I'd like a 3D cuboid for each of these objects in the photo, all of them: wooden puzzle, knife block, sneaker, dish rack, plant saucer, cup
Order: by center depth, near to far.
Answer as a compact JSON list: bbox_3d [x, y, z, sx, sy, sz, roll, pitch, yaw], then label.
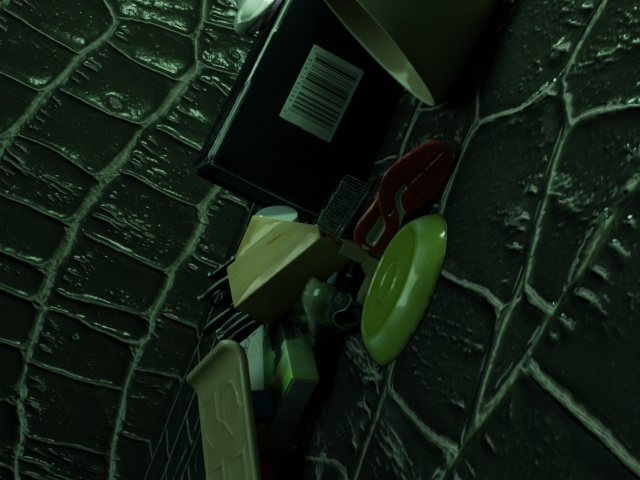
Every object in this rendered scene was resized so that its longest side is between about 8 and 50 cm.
[{"bbox_3d":[0.115,0.066,1.516,0.241,0.037,0.241,-158,90,-78],"label":"plant saucer"},{"bbox_3d":[0.131,-0.091,1.621,0.221,0.087,0.128,-48,11,28],"label":"sneaker"},{"bbox_3d":[0.159,-0.415,1.648,0.237,0.331,0.331,-42,14,3],"label":"cup"},{"bbox_3d":[0.027,0.131,1.719,0.064,0.086,0.192,-61,-23,-23],"label":"sneaker"},{"bbox_3d":[-0.092,0.086,1.748,0.275,0.088,0.242,10,76,50],"label":"knife block"},{"bbox_3d":[-0.142,0.373,1.809,0.322,0.080,0.348,134,127,-62],"label":"wooden puzzle"},{"bbox_3d":[0.023,-0.028,1.889,0.208,0.074,0.271,-59,0,-11],"label":"dish rack"},{"bbox_3d":[-0.144,-0.527,2.073,0.114,0.152,0.305,-49,19,46],"label":"sneaker"}]

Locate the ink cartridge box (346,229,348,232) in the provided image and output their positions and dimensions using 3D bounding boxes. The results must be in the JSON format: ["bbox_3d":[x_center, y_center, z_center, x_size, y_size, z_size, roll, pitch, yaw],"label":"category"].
[{"bbox_3d":[0.044,-0.046,2.082,0.048,0.028,0.083,-65,11,3],"label":"ink cartridge box"}]

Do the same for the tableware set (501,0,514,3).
[{"bbox_3d":[0.322,-0.440,1.549,0.141,0.020,0.169,153,137,-76],"label":"tableware set"}]

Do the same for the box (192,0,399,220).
[{"bbox_3d":[-0.043,-0.310,2.255,0.480,0.297,0.472,-64,12,-3],"label":"box"}]

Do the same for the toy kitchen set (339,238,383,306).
[{"bbox_3d":[0.061,0.047,1.668,0.068,0.075,0.083,-57,-10,-69],"label":"toy kitchen set"}]

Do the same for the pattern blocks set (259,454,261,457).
[{"bbox_3d":[-0.136,0.386,2.111,0.285,0.026,0.325,-122,55,-77],"label":"pattern blocks set"}]

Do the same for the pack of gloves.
[{"bbox_3d":[-0.008,0.114,1.896,0.195,0.046,0.232,121,171,-83],"label":"pack of gloves"}]

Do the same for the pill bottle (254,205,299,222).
[{"bbox_3d":[-0.081,0.041,2.074,0.118,0.117,0.208,-89,-5,-61],"label":"pill bottle"}]

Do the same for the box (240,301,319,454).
[{"bbox_3d":[-0.086,0.192,1.868,0.322,0.058,0.232,-106,28,-41],"label":"box"}]
